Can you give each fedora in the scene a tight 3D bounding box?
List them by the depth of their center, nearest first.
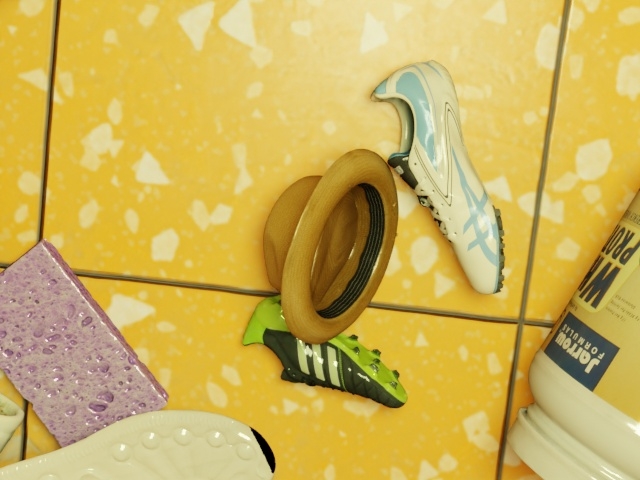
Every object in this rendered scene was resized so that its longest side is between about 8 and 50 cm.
[{"bbox_3d":[0.000,0.000,1.114,0.079,0.194,0.194,19,100,33],"label":"fedora"}]

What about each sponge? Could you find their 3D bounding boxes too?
[{"bbox_3d":[-0.262,0.115,1.173,0.117,0.031,0.210,-36,98,5],"label":"sponge"}]

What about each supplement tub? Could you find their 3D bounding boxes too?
[{"bbox_3d":[0.337,0.105,1.075,0.228,0.228,0.316,30,97,-5],"label":"supplement tub"}]

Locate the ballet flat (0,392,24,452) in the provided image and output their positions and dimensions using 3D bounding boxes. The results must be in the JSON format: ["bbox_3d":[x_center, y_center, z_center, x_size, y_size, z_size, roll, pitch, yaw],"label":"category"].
[{"bbox_3d":[-0.434,0.062,1.117,0.139,0.139,0.400,-35,104,5],"label":"ballet flat"}]

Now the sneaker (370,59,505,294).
[{"bbox_3d":[0.117,-0.055,1.121,0.086,0.085,0.237,-21,94,-4],"label":"sneaker"}]

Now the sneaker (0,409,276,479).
[{"bbox_3d":[-0.220,0.300,1.174,0.322,0.130,0.236,-10,143,-30],"label":"sneaker"}]

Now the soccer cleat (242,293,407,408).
[{"bbox_3d":[0.005,0.123,1.167,0.179,0.060,0.072,34,107,1],"label":"soccer cleat"}]
